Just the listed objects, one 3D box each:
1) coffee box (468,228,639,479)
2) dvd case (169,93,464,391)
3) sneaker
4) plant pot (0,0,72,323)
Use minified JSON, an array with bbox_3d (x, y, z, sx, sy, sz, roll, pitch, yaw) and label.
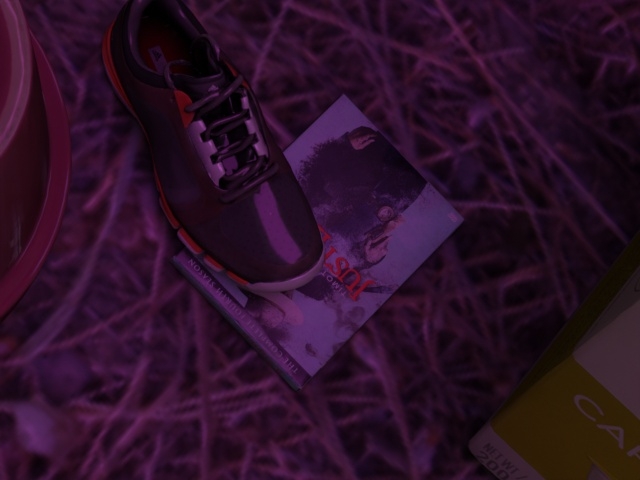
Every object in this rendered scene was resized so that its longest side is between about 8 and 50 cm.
[{"bbox_3d":[0.324,0.040,0.817,0.337,0.334,0.338,41,67,3],"label":"coffee box"},{"bbox_3d":[0.000,0.000,0.924,0.087,0.013,0.119,47,71,-2],"label":"dvd case"},{"bbox_3d":[-0.051,-0.048,0.883,0.061,0.065,0.158,-31,79,-18],"label":"sneaker"},{"bbox_3d":[-0.192,-0.048,0.790,0.201,0.180,0.201,3,77,-16],"label":"plant pot"}]
